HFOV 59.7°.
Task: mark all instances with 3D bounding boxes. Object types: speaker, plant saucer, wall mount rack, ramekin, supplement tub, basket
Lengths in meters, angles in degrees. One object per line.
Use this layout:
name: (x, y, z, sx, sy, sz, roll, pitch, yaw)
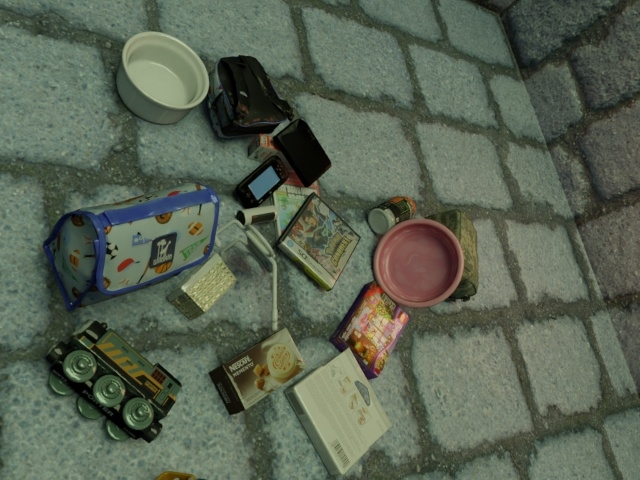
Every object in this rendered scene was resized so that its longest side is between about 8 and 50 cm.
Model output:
speaker: (-0.210, -0.083, 1.848, 0.136, 0.055, 0.055, -13, 77, -41)
plant saucer: (0.365, 0.088, 2.068, 0.084, 0.332, 0.332, 32, 43, -66)
wall mount rack: (-0.183, 0.099, 1.630, 0.130, 0.350, 0.304, -39, 81, -12)
ramekin: (-0.509, -0.507, 1.774, 0.277, 0.135, 0.277, 18, 58, -30)
supplement tub: (0.285, -0.104, 2.195, 0.190, 0.117, 0.117, -27, 86, -42)
basket: (-0.337, 0.135, 1.604, 0.103, 0.113, 0.167, 49, 49, -10)

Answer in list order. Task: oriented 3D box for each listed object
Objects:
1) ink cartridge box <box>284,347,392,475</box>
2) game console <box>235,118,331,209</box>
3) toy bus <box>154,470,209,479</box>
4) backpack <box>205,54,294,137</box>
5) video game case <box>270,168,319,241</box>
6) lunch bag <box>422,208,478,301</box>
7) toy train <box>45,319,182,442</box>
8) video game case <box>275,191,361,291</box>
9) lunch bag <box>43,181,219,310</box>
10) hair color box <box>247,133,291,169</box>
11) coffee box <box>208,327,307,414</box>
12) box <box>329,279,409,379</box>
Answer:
ink cartridge box: (0.061, 0.528, 1.745, 0.261, 0.066, 0.296, -27, 86, -42)
game console: (-0.133, -0.236, 1.909, 0.361, 0.044, 0.213, -45, 115, -21)
toy bus: (-0.356, 0.659, 1.334, 0.104, 0.191, 0.202, 3, 56, 12)
backpack: (-0.268, -0.487, 1.902, 0.276, 0.213, 0.264, -15, 86, -47)
video game case: (-0.082, -0.120, 1.984, 0.204, 0.025, 0.285, 6, 65, -36)
lunch bag: (0.533, 0.067, 2.239, 0.256, 0.212, 0.305, 33, 54, -39)
toy train: (-0.502, 0.343, 1.369, 0.334, 0.142, 0.190, 44, 37, -9)
video game case: (0.000, 0.000, 1.947, 0.248, 0.035, 0.275, 43, 50, -13)
lunch bag: (-0.462, 0.002, 1.391, 0.327, 0.385, 0.239, -21, 81, -43)
hair color box: (-0.162, -0.312, 1.972, 0.167, 0.093, 0.054, 12, 61, -33)
coffee box: (-0.178, 0.375, 1.615, 0.246, 0.098, 0.141, -24, 84, -42)
box: (0.179, 0.308, 1.950, 0.201, 0.057, 0.293, 46, 48, -11)
